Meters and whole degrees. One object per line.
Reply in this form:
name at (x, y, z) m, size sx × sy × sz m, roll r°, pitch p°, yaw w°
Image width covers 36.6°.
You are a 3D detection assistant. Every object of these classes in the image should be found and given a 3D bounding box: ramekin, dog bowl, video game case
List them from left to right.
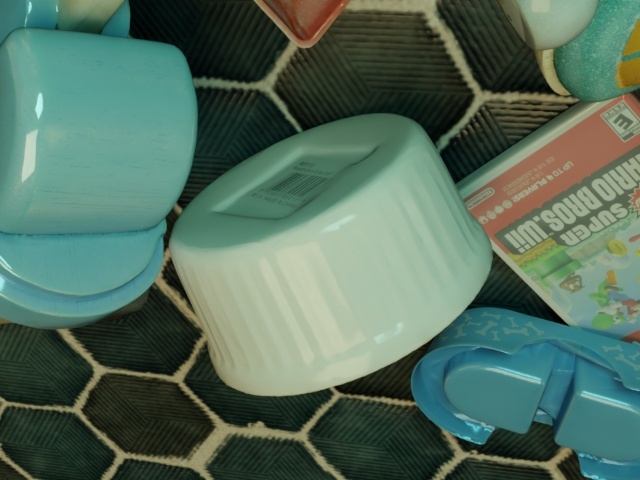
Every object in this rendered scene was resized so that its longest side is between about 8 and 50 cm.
ramekin at (0.000, 0.000, 0.866) m, size 0.277 × 0.277 × 0.135 m, roll -16°, pitch 115°, yaw 24°
dog bowl at (0.248, 0.160, 1.028) m, size 0.297 × 0.074 × 0.166 m, roll 16°, pitch 136°, yaw 10°
video game case at (0.291, -0.002, 0.944) m, size 0.285 × 0.025 × 0.204 m, roll 42°, pitch 125°, yaw -19°

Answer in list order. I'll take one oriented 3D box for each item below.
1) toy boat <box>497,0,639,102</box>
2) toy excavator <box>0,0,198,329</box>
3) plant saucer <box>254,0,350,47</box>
toy boat at (0.213, -0.187, 0.661) m, size 0.318 × 0.148 × 0.267 m, roll -6°, pitch 145°, yaw -36°
toy excavator at (-0.191, -0.168, 0.770) m, size 0.222 × 0.433 × 0.445 m, roll -1°, pitch 161°, yaw -44°
plant saucer at (-0.021, -0.313, 0.664) m, size 0.259 × 0.047 × 0.258 m, roll 42°, pitch 83°, yaw -33°
